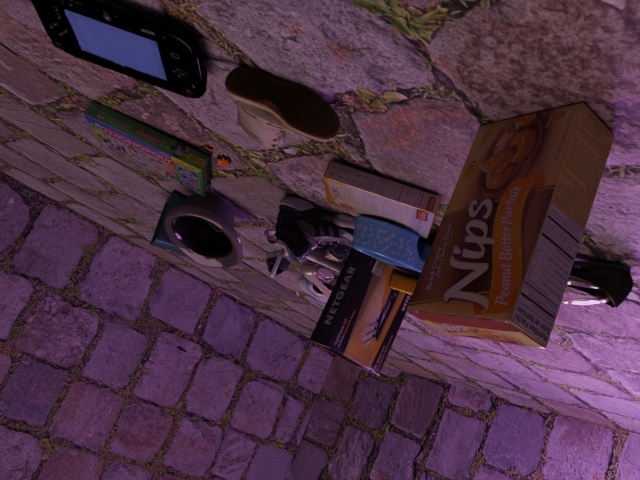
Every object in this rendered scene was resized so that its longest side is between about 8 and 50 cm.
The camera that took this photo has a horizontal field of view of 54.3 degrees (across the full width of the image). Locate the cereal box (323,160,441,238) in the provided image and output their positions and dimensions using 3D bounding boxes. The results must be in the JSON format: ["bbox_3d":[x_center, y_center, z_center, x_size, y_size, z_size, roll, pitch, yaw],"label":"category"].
[{"bbox_3d":[0.128,-0.084,1.326,0.240,0.047,0.173,19,166,9],"label":"cereal box"}]

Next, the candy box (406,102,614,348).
[{"bbox_3d":[0.257,-0.022,0.852,0.088,0.316,0.183,32,163,-27],"label":"candy box"}]

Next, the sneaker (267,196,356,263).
[{"bbox_3d":[0.000,0.000,1.592,0.269,0.153,0.101,22,165,5],"label":"sneaker"}]

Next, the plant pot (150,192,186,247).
[{"bbox_3d":[-0.420,-0.031,2.081,0.234,0.165,0.166,20,168,-17],"label":"plant pot"}]

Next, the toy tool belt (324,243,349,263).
[{"bbox_3d":[0.057,0.038,1.832,0.083,0.051,0.052,21,-161,-8],"label":"toy tool belt"}]

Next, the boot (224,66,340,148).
[{"bbox_3d":[-0.064,-0.213,1.119,0.213,0.077,0.165,26,164,7],"label":"boot"}]

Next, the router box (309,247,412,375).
[{"bbox_3d":[0.132,0.195,1.767,0.081,0.308,0.243,11,161,48],"label":"router box"}]

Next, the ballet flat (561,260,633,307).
[{"bbox_3d":[0.479,0.074,1.271,0.281,0.096,0.095,12,162,35],"label":"ballet flat"}]

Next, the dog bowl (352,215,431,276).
[{"bbox_3d":[0.195,0.026,1.458,0.297,0.074,0.166,23,176,-38],"label":"dog bowl"}]

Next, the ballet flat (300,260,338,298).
[{"bbox_3d":[0.026,0.145,2.197,0.086,0.086,0.248,9,158,42],"label":"ballet flat"}]

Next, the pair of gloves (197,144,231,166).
[{"bbox_3d":[-0.262,-0.207,1.539,0.083,0.010,0.074,30,163,-20],"label":"pair of gloves"}]

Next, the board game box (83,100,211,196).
[{"bbox_3d":[-0.439,-0.232,1.621,0.318,0.046,0.213,26,165,-1],"label":"board game box"}]

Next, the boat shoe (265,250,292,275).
[{"bbox_3d":[-0.158,0.092,2.265,0.080,0.076,0.228,28,164,-17],"label":"boat shoe"}]

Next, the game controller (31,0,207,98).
[{"bbox_3d":[-0.348,-0.348,1.088,0.319,0.067,0.166,20,164,7],"label":"game controller"}]

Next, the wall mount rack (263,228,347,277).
[{"bbox_3d":[-0.020,0.072,1.941,0.350,0.130,0.304,24,-163,1],"label":"wall mount rack"}]

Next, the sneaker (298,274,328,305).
[{"bbox_3d":[0.028,0.198,2.337,0.229,0.087,0.092,29,167,-23],"label":"sneaker"}]

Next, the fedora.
[{"bbox_3d":[-0.347,-0.046,1.926,0.244,0.124,0.275,-5,139,27],"label":"fedora"}]

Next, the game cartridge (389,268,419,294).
[{"bbox_3d":[0.335,0.137,1.590,0.324,0.052,0.285,18,-178,6],"label":"game cartridge"}]
